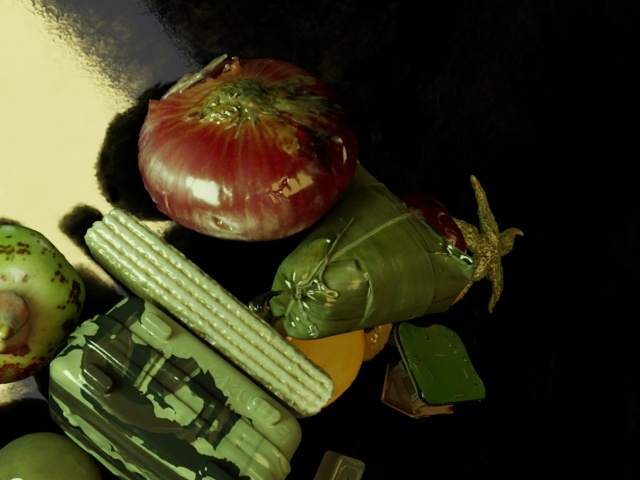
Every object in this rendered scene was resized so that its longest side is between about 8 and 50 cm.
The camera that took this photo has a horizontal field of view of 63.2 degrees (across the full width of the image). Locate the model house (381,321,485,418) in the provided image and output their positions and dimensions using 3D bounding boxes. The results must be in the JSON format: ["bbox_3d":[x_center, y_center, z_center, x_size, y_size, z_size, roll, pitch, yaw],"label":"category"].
[{"bbox_3d":[0.246,0.328,1.272,0.294,0.154,0.207,14,44,-45],"label":"model house"}]

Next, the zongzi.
[{"bbox_3d":[0.000,0.000,0.890,0.447,0.418,0.181,-7,140,-37],"label":"zongzi"}]

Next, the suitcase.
[{"bbox_3d":[-0.227,0.269,0.782,0.351,0.339,0.194,38,49,2],"label":"suitcase"}]

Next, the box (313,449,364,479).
[{"bbox_3d":[0.034,0.537,1.167,0.089,0.062,0.122,33,77,-35],"label":"box"}]

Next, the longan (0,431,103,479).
[{"bbox_3d":[-0.405,0.376,0.757,0.189,0.189,0.189,-5,99,-36],"label":"longan"}]

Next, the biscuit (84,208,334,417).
[{"bbox_3d":[-0.168,0.121,0.802,0.426,0.144,0.078,39,67,0],"label":"biscuit"}]

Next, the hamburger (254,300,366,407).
[{"bbox_3d":[-0.042,0.199,1.001,0.246,0.170,0.246,-14,117,-29],"label":"hamburger"}]

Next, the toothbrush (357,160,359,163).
[{"bbox_3d":[0.083,-0.163,1.142,0.017,0.014,0.194,-43,118,-24],"label":"toothbrush"}]

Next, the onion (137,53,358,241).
[{"bbox_3d":[-0.111,-0.126,0.847,0.347,0.347,0.285,-35,152,-28],"label":"onion"}]

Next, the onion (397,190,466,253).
[{"bbox_3d":[0.221,0.012,1.154,0.216,0.207,0.206,38,77,-39],"label":"onion"}]

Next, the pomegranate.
[{"bbox_3d":[-0.411,0.093,0.666,0.214,0.248,0.214,-8,106,-31],"label":"pomegranate"}]

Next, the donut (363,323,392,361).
[{"bbox_3d":[0.085,0.174,1.158,0.162,0.065,0.178,-28,110,-35],"label":"donut"}]

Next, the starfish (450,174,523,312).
[{"bbox_3d":[0.425,0.026,1.388,0.358,0.078,0.347,26,83,-36],"label":"starfish"}]
